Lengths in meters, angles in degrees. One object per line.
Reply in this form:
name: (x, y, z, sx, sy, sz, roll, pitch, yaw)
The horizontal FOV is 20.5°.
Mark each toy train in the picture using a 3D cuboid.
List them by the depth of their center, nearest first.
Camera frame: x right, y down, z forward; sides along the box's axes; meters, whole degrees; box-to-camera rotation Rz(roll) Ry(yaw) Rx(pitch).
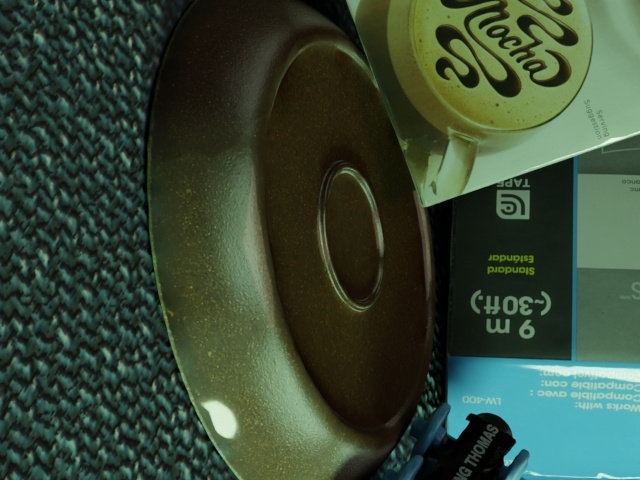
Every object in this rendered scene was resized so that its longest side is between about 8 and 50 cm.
toy train: (0.058, 0.174, 1.018, 0.184, 0.080, 0.105, -49, 166, -47)

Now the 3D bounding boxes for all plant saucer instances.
plant saucer: (0.000, 0.000, 1.014, 0.310, 0.050, 0.310, -7, 90, -66)

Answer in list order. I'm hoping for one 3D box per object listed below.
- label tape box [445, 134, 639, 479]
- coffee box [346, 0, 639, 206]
label tape box: (0.207, 0.052, 1.190, 0.106, 0.241, 0.333, 81, 12, -63)
coffee box: (0.095, -0.192, 1.057, 0.119, 0.168, 0.297, -43, 114, -70)
